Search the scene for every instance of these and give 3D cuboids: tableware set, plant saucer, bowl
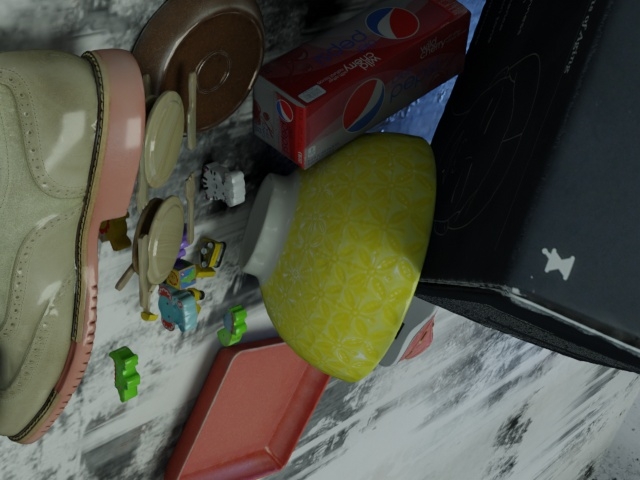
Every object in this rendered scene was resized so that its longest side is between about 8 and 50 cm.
[{"bbox_3d":[-0.155,-0.047,0.969,0.128,0.039,0.194,-61,161,-54],"label":"tableware set"},{"bbox_3d":[-0.093,0.228,1.450,0.259,0.048,0.258,-5,126,-54],"label":"plant saucer"},{"bbox_3d":[0.000,0.000,1.191,0.289,0.156,0.289,-164,-90,-78],"label":"bowl"},{"bbox_3d":[-0.110,-0.166,1.015,0.168,0.029,0.168,-35,145,-29],"label":"plant saucer"}]

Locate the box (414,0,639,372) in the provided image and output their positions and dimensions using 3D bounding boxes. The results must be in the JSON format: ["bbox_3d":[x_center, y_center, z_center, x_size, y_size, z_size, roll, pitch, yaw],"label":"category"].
[{"bbox_3d":[0.316,-0.122,1.088,0.472,0.298,0.479,171,-60,-83],"label":"box"}]

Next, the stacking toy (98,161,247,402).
[{"bbox_3d":[-0.153,0.037,1.099,0.167,0.052,0.221,-23,122,-42],"label":"stacking toy"}]

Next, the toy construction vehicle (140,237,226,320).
[{"bbox_3d":[-0.154,0.042,1.176,0.086,0.035,0.098,-4,117,-55],"label":"toy construction vehicle"}]

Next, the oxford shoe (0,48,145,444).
[{"bbox_3d":[-0.266,0.011,0.912,0.147,0.140,0.396,2,120,-31],"label":"oxford shoe"}]

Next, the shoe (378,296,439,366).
[{"bbox_3d":[0.152,0.122,1.680,0.081,0.063,0.178,-6,132,-55],"label":"shoe"}]

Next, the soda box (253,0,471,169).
[{"bbox_3d":[0.049,-0.185,1.168,0.263,0.083,0.092,-34,146,-30],"label":"soda box"}]
